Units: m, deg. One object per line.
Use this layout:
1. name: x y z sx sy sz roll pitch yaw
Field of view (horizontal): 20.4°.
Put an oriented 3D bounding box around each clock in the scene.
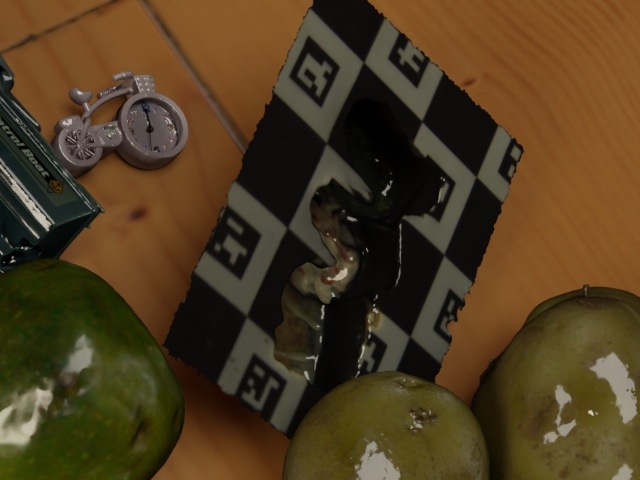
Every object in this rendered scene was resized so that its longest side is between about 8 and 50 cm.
1. clock: -0.179 -0.098 1.541 0.129 0.041 0.087 -17 78 -34

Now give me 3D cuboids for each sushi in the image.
1. sushi: 0.000 0.000 1.538 0.296 0.100 0.373 39 62 -36

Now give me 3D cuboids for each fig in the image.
1. fig: -0.237 0.153 1.327 0.275 0.206 0.206 -39 85 -11

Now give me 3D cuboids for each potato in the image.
1. potato: 0.225 0.204 1.483 0.202 0.218 0.351 -5 65 11
2. potato: 0.043 0.230 1.406 0.174 0.159 0.251 14 95 -15

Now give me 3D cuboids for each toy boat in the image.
1. toy boat: -0.301 -0.099 1.447 0.296 0.114 0.122 50 37 5
